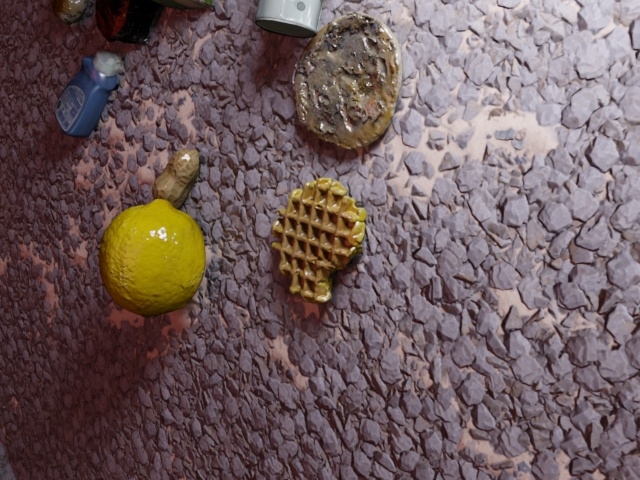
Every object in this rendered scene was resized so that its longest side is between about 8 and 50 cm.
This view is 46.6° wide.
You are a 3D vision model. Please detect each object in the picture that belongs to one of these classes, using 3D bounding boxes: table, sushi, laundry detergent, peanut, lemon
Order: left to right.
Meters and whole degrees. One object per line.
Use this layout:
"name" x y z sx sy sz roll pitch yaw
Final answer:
"laundry detergent" -0.639 -0.422 2.072 0.290 0.094 0.143 -43 59 34
"sushi" -0.478 -0.610 1.880 0.136 0.126 0.225 51 131 26
"lemon" -0.402 0.052 1.775 0.253 0.253 0.310 29 114 38
"peanut" -0.356 -0.148 1.821 0.194 0.093 0.083 -59 42 32
"table" -0.047 -0.520 1.452 0.126 0.126 0.220 14 94 42

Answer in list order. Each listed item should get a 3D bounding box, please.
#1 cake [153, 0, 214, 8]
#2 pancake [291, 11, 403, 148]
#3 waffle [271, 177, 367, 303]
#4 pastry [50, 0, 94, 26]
"cake" -0.342 -0.693 1.710 0.158 0.172 0.283 11 99 40
"pancake" 0.051 -0.313 1.449 0.282 0.049 0.282 5 98 44
"waffle" -0.001 0.000 1.522 0.253 0.056 0.249 -25 77 41
"pastry" -0.717 -0.692 2.122 0.153 0.081 0.153 10 105 44
